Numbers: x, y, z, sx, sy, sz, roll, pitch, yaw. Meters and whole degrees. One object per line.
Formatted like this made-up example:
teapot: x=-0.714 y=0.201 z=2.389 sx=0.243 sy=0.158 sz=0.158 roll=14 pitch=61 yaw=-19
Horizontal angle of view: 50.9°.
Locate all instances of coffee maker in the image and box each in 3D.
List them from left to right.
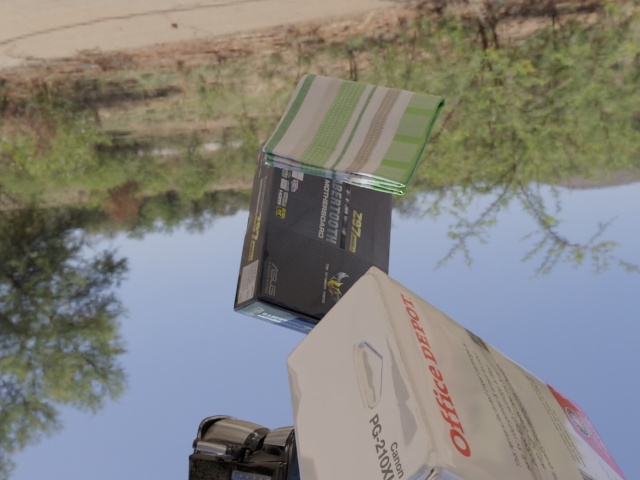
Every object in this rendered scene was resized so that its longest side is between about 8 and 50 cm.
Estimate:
coffee maker: x=-0.074 y=0.315 z=0.862 sx=0.178 sy=0.171 sz=0.120 roll=-7 pitch=180 yaw=43

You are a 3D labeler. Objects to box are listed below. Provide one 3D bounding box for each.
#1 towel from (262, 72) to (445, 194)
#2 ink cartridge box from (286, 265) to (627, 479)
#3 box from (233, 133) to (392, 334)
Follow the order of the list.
towel: x=0.029 y=-0.108 z=0.644 sx=0.152 sy=0.113 sz=0.023 roll=15 pitch=159 yaw=26
ink cartridge box: x=0.101 y=0.149 z=0.438 sx=0.237 sy=0.100 sz=0.172 roll=34 pitch=-159 yaw=-25
box: x=0.000 y=0.000 z=0.828 sx=0.183 sy=0.233 sz=0.059 roll=23 pitch=150 yaw=-30
